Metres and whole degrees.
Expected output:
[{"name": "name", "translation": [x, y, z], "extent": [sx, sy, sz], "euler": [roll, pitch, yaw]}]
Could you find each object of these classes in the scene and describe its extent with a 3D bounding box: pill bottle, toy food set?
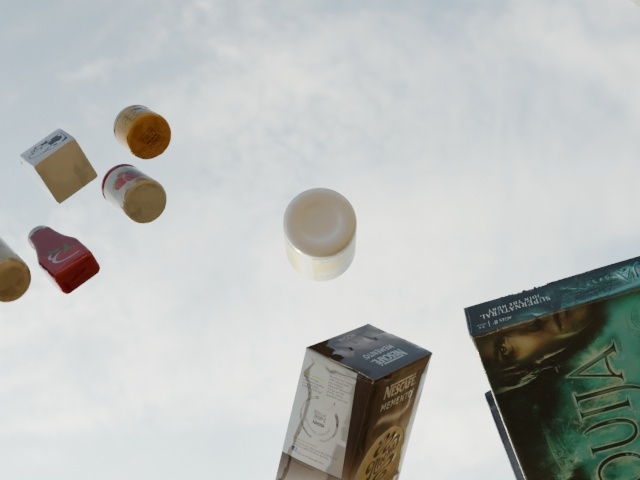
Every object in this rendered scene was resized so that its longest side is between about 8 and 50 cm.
[{"name": "pill bottle", "translation": [0.000, 0.000, 1.608], "extent": [0.103, 0.103, 0.184], "euler": [-38, -14, -11]}, {"name": "toy food set", "translation": [-0.230, -0.029, 0.931], "extent": [0.232, 0.104, 0.111], "euler": [-39, -55, -15]}]

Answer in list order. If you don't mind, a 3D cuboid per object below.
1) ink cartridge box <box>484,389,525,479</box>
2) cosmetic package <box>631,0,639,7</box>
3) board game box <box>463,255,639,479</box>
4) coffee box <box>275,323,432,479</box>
[{"name": "ink cartridge box", "translation": [0.386, 0.242, 1.427], "extent": [0.303, 0.307, 0.072], "euler": [-30, -58, 10]}, {"name": "cosmetic package", "translation": [0.333, -0.246, 1.034], "extent": [0.041, 0.115, 0.060], "euler": [34, -88, -8]}, {"name": "board game box", "translation": [0.164, 0.091, 0.625], "extent": [0.126, 0.026, 0.186], "euler": [-18, -53, 10]}, {"name": "coffee box", "translation": [0.040, 0.286, 1.595], "extent": [0.168, 0.118, 0.297], "euler": [-14, -58, -53]}]
